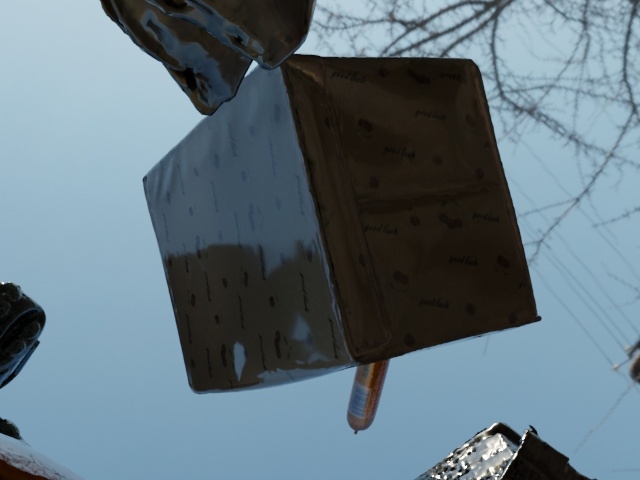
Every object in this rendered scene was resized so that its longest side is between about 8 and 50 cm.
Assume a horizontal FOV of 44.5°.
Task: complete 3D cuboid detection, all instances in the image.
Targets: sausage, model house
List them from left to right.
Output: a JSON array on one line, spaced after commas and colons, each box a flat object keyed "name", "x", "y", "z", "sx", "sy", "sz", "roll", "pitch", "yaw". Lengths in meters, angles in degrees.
[{"name": "sausage", "x": 0.093, "y": 0.173, "z": 1.284, "sx": 0.053, "sy": 0.348, "sz": 0.053, "roll": 9, "pitch": -159, "yaw": -4}, {"name": "model house", "x": 0.262, "y": 0.415, "z": 1.021, "sx": 0.317, "sy": 0.282, "sz": 0.297, "roll": 41, "pitch": -92, "yaw": -4}]

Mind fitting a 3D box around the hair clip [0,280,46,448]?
[{"name": "hair clip", "x": -0.438, "y": 0.183, "z": 0.914, "sx": 0.206, "sy": 0.194, "sz": 0.310, "roll": 16, "pitch": -140, "yaw": -31}]

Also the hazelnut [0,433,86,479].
[{"name": "hazelnut", "x": -0.318, "y": 0.293, "z": 0.566, "sx": 0.421, "sy": 0.421, "sz": 0.353, "roll": 40, "pitch": -127, "yaw": 3}]

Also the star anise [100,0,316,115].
[{"name": "star anise", "x": -0.091, "y": -0.211, "z": 0.355, "sx": 0.117, "sy": 0.332, "sz": 0.332, "roll": -34, "pitch": -105, "yaw": -14}]

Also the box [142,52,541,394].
[{"name": "box", "x": 0.000, "y": 0.000, "z": 0.672, "sx": 0.190, "sy": 0.297, "sz": 0.225, "roll": -9, "pitch": -99, "yaw": -31}]
